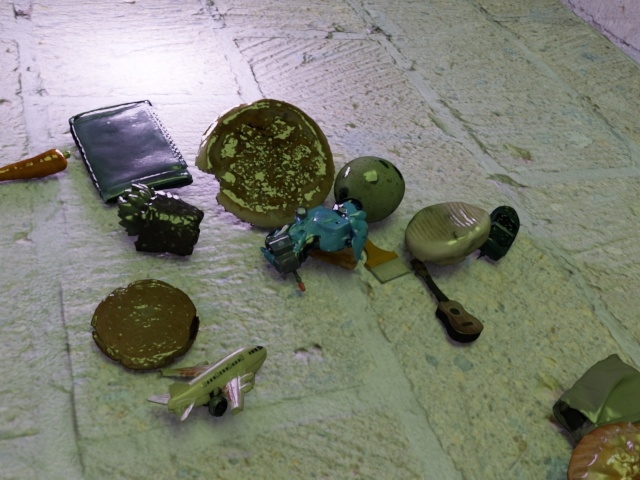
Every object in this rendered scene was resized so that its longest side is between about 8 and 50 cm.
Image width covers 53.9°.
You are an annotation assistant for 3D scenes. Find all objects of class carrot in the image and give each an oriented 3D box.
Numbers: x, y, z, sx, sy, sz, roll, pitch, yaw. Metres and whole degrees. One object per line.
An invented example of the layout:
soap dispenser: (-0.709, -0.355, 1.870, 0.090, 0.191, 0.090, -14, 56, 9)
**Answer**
carrot: (-0.733, -0.167, 1.531, 0.257, 0.061, 0.061, -23, 55, -24)

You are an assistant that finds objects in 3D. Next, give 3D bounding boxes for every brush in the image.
brush: (0.114, 0.004, 1.639, 0.103, 0.013, 0.272, -19, 52, -33)

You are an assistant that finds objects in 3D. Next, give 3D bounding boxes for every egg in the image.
egg: (0.138, -0.138, 1.679, 0.228, 0.177, 0.177, -14, 49, -46)

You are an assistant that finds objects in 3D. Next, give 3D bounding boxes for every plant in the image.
plant: (-0.374, -0.043, 1.452, 0.195, 0.132, 0.129, 21, 39, -3)

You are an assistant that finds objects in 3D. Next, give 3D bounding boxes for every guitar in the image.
guitar: (0.291, 0.141, 1.530, 0.084, 0.038, 0.271, -4, 40, -29)

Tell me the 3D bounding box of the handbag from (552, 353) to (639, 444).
handbag: (0.658, 0.401, 1.316, 0.253, 0.109, 0.315, -20, 59, -27)

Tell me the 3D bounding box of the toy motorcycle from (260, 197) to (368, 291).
toy motorcycle: (0.000, 0.000, 1.483, 0.272, 0.123, 0.182, -24, 51, -8)

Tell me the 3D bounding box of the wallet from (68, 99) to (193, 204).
wallet: (-0.505, -0.233, 1.656, 0.237, 0.075, 0.342, -18, 54, -24)

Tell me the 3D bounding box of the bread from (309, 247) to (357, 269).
bread: (0.035, 0.024, 1.564, 0.132, 0.053, 0.074, 16, 42, 4)

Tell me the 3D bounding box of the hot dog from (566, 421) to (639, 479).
hot dog: (0.583, 0.511, 1.086, 0.365, 0.196, 0.367, 29, 63, 0)

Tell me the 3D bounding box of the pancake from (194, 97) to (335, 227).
pancake: (-0.138, -0.201, 1.647, 0.382, 0.071, 0.382, 7, 66, -16)

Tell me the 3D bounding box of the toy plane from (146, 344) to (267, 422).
toy plane: (-0.195, 0.268, 1.193, 0.229, 0.092, 0.244, 14, 22, 42)

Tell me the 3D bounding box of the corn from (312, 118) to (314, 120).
corn: (-0.137, -0.264, 1.782, 0.102, 0.102, 0.313, 39, 48, 23)

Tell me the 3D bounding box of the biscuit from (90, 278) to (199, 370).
biscuit: (-0.358, 0.171, 1.292, 0.226, 0.042, 0.226, 8, 44, -8)

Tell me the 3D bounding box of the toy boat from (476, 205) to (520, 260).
toy boat: (0.500, -0.035, 1.738, 0.093, 0.103, 0.246, 39, 41, 6)

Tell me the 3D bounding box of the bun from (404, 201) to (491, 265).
bun: (0.327, -0.011, 1.626, 0.237, 0.116, 0.210, -20, 31, -15)
